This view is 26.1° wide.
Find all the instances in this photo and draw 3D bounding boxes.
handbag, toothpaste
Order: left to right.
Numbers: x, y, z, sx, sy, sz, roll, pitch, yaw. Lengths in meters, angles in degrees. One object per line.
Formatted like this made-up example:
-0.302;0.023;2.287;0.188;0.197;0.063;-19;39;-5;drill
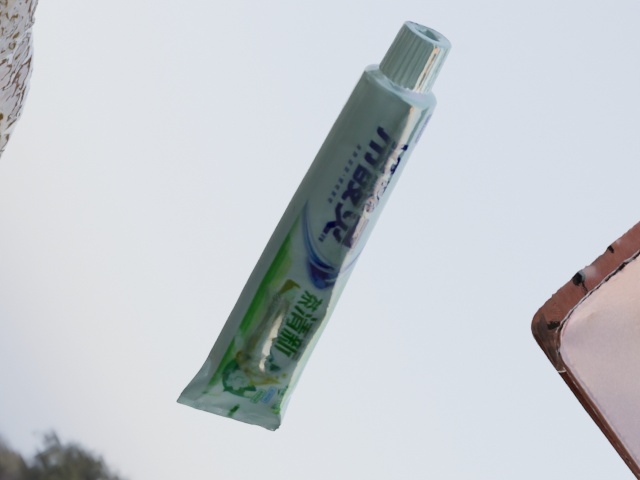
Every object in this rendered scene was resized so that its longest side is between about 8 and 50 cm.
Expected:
0.000;0.000;0.858;0.297;0.074;0.048;-62;-157;24;toothpaste
0.255;0.048;0.871;0.157;0.212;0.059;52;-3;-12;handbag

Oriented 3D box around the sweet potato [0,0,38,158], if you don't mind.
-0.120;-0.071;0.433;0.206;0.068;0.060;98;-16;-67;sweet potato
